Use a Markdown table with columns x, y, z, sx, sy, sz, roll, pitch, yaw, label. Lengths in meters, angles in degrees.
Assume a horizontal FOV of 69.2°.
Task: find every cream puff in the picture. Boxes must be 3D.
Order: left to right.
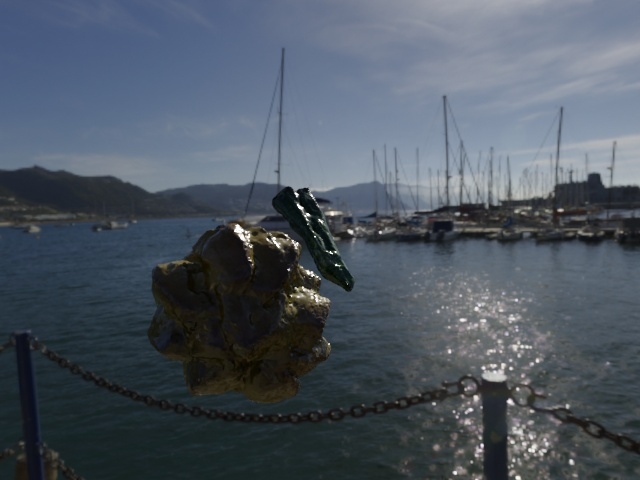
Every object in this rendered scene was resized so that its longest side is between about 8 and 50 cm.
| x | y | z | sx | sy | sz | roll | pitch | yaw | label |
| --- | --- | --- | --- | --- | --- | --- | --- | --- | --- |
| -0.102 | 0.099 | 0.603 | 0.244 | 0.244 | 0.196 | -2 | -19 | 1 | cream puff |

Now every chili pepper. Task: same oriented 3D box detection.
| x | y | z | sx | sy | sz | roll | pitch | yaw | label |
| --- | --- | --- | --- | --- | --- | --- | --- | --- | --- |
| 0.000 | 0.000 | 0.760 | 0.088 | 0.059 | 0.227 | 0 | 41 | -35 | chili pepper |
